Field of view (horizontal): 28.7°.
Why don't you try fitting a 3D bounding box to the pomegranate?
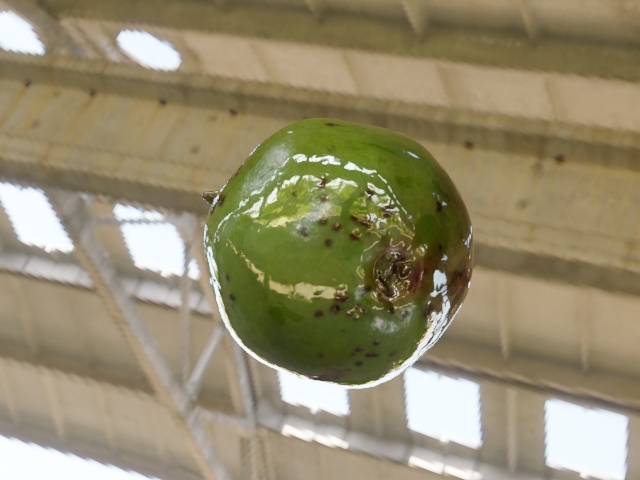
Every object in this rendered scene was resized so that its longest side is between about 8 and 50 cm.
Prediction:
[{"bbox_3d":[0.000,0.000,0.858,0.181,0.181,0.224,42,-2,-25],"label":"pomegranate"}]
